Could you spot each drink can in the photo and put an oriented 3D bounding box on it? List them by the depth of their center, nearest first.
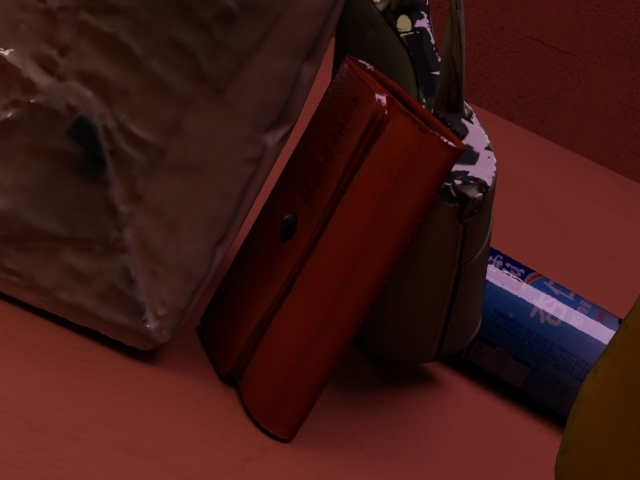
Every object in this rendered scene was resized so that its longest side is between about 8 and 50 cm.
[{"bbox_3d":[0.202,0.095,1.019,0.235,0.097,0.097,29,15,12],"label":"drink can"}]

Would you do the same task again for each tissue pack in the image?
[{"bbox_3d":[-0.119,-0.141,0.874,0.207,0.297,0.380,25,14,-10],"label":"tissue pack"}]

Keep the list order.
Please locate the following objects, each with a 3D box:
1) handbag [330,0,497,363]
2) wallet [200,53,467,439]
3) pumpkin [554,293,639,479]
[{"bbox_3d":[0.051,-0.070,0.879,0.109,0.315,0.241,-15,56,-6],"label":"handbag"},{"bbox_3d":[0.000,0.000,0.773,0.045,0.204,0.142,21,17,-29],"label":"wallet"},{"bbox_3d":[0.233,0.134,0.544,0.199,0.332,0.332,15,18,-19],"label":"pumpkin"}]
